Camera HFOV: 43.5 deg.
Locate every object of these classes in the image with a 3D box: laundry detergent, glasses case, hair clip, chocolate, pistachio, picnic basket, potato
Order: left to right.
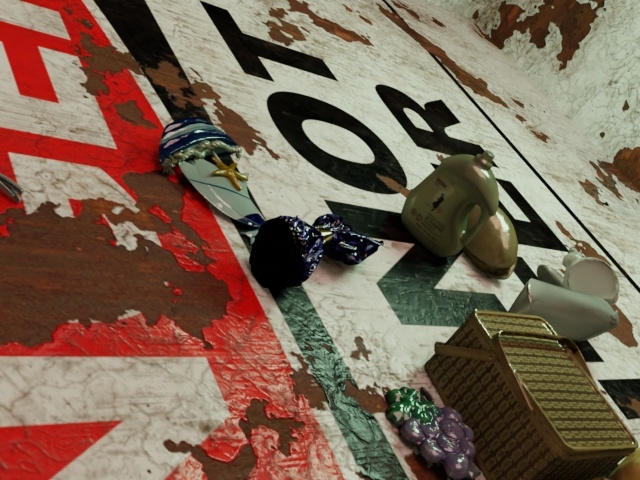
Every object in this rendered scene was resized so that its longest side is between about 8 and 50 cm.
[{"bbox_3d":[-0.487,-0.092,1.170,0.115,0.030,0.039,33,48,-2],"label":"hair clip"},{"bbox_3d":[0.002,0.002,1.473,0.148,0.126,0.343,3,8,31],"label":"chocolate"},{"bbox_3d":[0.181,0.309,1.289,0.124,0.052,0.195,-11,46,-47],"label":"hair clip"},{"bbox_3d":[0.303,-0.095,1.786,0.181,0.253,0.091,49,31,22],"label":"laundry detergent"},{"bbox_3d":[0.396,-0.009,1.908,0.136,0.136,0.226,11,45,-37],"label":"pistachio"},{"bbox_3d":[0.357,0.272,1.387,0.228,0.175,0.313,10,37,-38],"label":"picnic basket"},{"bbox_3d":[0.516,0.159,1.767,0.308,0.128,0.083,15,44,-35],"label":"glasses case"},{"bbox_3d":[0.535,0.438,1.350,0.109,0.178,0.118,13,2,42],"label":"potato"}]

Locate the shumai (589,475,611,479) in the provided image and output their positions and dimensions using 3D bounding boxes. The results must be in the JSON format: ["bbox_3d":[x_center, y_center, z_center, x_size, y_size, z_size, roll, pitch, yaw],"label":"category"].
[{"bbox_3d":[0.435,0.438,1.249,0.209,0.161,0.153,26,28,20],"label":"shumai"}]

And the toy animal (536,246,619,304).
[{"bbox_3d":[0.630,0.103,1.938,0.178,0.127,0.193,52,1,5],"label":"toy animal"}]

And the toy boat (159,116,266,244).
[{"bbox_3d":[-0.184,-0.101,1.502,0.220,0.067,0.291,-16,68,-54],"label":"toy boat"}]
